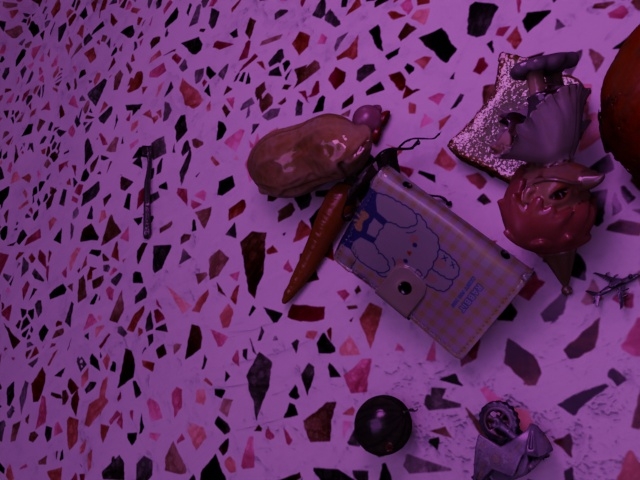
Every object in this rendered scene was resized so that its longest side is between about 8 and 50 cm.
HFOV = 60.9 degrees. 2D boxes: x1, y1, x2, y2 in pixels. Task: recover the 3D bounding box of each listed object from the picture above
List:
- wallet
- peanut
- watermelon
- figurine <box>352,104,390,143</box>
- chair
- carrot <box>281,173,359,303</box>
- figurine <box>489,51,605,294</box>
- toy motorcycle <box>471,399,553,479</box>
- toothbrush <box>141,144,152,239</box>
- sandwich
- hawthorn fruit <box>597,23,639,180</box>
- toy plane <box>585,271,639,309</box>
[{"bbox_3d":[0.186,0.037,0.967,0.309,0.077,0.223,38,123,14],"label":"wallet"},{"bbox_3d":[-0.027,-0.187,1.189,0.339,0.174,0.158,-18,90,33],"label":"peanut"},{"bbox_3d":[0.124,0.333,1.000,0.133,0.105,0.105,-37,60,23],"label":"watermelon"},{"bbox_3d":[0.106,-0.264,1.191,0.071,0.067,0.083,26,77,16],"label":"figurine"},{"bbox_3d":[0.135,-0.112,1.071,0.213,0.174,0.149,-9,103,34],"label":"chair"},{"bbox_3d":[0.000,0.000,1.201,0.069,0.069,0.336,33,101,36],"label":"carrot"},{"bbox_3d":[0.366,-0.090,0.859,0.166,0.207,0.387,3,104,52],"label":"figurine"},{"bbox_3d":[0.306,0.376,0.886,0.122,0.080,0.216,9,88,38],"label":"toy motorcycle"},{"bbox_3d":[-0.515,-0.146,1.611,0.030,0.030,0.298,-29,62,55],"label":"toothbrush"},{"bbox_3d":[0.361,-0.218,1.004,0.186,0.065,0.215,39,102,35],"label":"sandwich"},{"bbox_3d":[0.550,-0.212,0.744,0.315,0.316,0.316,-9,73,32],"label":"hawthorn fruit"},{"bbox_3d":[0.473,0.074,0.877,0.084,0.024,0.078,-38,41,21],"label":"toy plane"}]
